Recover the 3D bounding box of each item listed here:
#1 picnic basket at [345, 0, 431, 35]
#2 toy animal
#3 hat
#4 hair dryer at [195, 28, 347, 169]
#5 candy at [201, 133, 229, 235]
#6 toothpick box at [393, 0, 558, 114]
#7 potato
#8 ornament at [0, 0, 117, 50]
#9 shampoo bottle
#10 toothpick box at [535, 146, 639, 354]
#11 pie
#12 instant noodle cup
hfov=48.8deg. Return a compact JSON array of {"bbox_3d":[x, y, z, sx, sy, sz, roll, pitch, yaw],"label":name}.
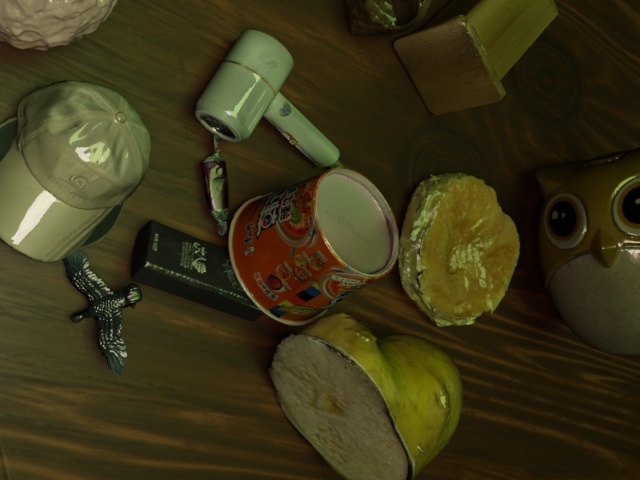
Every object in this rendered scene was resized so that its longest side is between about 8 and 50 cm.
[{"bbox_3d":[0.139,-0.454,1.323,0.138,0.179,0.127,-13,99,-32],"label":"picnic basket"},{"bbox_3d":[-0.339,0.103,1.114,0.108,0.062,0.220,-20,90,-28],"label":"toy animal"},{"bbox_3d":[-0.370,-0.104,1.034,0.232,0.161,0.275,39,76,-24],"label":"hat"},{"bbox_3d":[-0.050,-0.196,1.274,0.357,0.108,0.173,39,75,-34],"label":"hair dryer"},{"bbox_3d":[-0.180,-0.094,1.217,0.043,0.045,0.174,-7,95,-18],"label":"candy"},{"bbox_3d":[0.336,-0.432,1.458,0.308,0.190,0.187,-48,115,-27],"label":"toothpick box"},{"bbox_3d":[0.112,0.252,1.312,0.296,0.290,0.396,-41,112,-38],"label":"potato"},{"bbox_3d":[-0.383,-0.382,0.951,0.225,0.259,0.259,27,78,-30],"label":"ornament"},{"bbox_3d":[-0.167,0.068,1.205,0.310,0.071,0.098,25,42,-32],"label":"shampoo bottle"},{"bbox_3d":[0.684,0.005,1.560,0.409,0.409,0.424,-20,97,-30],"label":"toothpick box"},{"bbox_3d":[0.298,0.021,1.506,0.340,0.083,0.339,-1,91,-34],"label":"pie"},{"bbox_3d":[0.000,0.000,1.202,0.251,0.192,0.250,23,55,-37],"label":"instant noodle cup"}]
